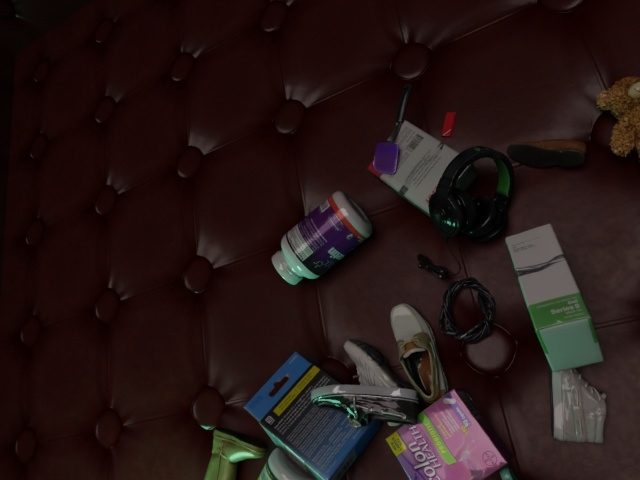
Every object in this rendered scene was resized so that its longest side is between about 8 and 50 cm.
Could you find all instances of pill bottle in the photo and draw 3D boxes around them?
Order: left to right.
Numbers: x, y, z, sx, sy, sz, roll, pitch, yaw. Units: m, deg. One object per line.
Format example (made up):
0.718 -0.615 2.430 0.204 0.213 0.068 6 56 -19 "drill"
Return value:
-0.131 0.801 1.496 0.187 0.188 0.334 30 96 31 "pill bottle"
0.000 0.000 1.659 0.323 0.181 0.182 -40 61 14 "pill bottle"

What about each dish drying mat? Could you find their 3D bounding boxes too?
0.414 -0.375 1.640 0.032 0.008 0.083 10 81 31 "dish drying mat"

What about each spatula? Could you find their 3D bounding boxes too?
0.233 -0.352 1.588 0.084 0.030 0.297 13 81 35 "spatula"

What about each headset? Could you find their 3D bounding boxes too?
0.398 -0.077 1.457 0.185 0.243 0.395 38 115 55 "headset"

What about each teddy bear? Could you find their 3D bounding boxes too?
0.869 -0.295 1.314 0.245 0.113 0.338 -9 72 24 "teddy bear"

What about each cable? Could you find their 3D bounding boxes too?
0.423 0.196 1.454 0.150 0.047 0.185 14 82 30 "cable"

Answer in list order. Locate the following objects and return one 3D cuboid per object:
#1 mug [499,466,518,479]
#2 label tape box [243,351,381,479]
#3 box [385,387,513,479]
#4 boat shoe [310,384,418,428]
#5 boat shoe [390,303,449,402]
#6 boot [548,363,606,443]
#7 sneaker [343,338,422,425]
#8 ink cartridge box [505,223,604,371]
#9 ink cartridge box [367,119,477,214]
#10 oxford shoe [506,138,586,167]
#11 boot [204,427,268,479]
0.504 0.652 1.252 0.129 0.097 0.158 5 78 30 "mug"
-0.024 0.525 1.509 0.333 0.106 0.240 29 58 31 "label tape box"
0.341 0.553 1.357 0.243 0.117 0.214 -41 61 13 "box"
0.115 0.462 1.395 0.306 0.113 0.105 -1 59 15 "boat shoe"
0.279 0.314 1.465 0.113 0.103 0.302 -32 63 17 "boat shoe"
0.643 0.371 1.272 0.123 0.095 0.259 0 80 18 "boot"
0.159 0.415 1.503 0.129 0.111 0.297 -51 59 13 "sneaker"
0.566 0.136 1.243 0.121 0.211 0.289 -21 43 21 "ink cartridge box"
0.317 -0.215 1.586 0.273 0.114 0.197 42 97 32 "ink cartridge box"
0.647 -0.258 1.459 0.212 0.076 0.076 12 52 33 "oxford shoe"
-0.286 0.774 1.657 0.236 0.089 0.270 1 77 39 "boot"
